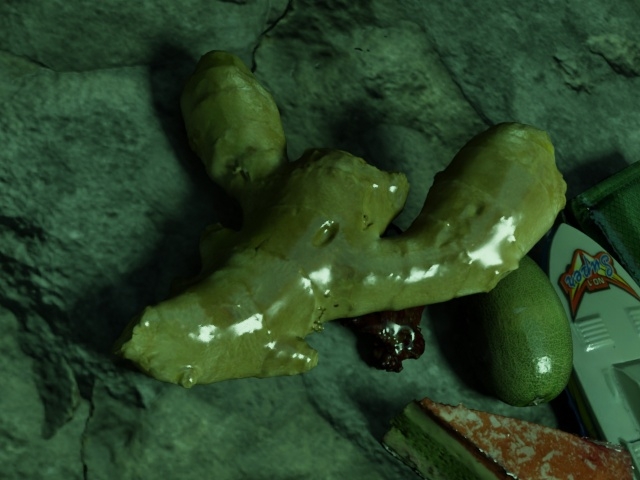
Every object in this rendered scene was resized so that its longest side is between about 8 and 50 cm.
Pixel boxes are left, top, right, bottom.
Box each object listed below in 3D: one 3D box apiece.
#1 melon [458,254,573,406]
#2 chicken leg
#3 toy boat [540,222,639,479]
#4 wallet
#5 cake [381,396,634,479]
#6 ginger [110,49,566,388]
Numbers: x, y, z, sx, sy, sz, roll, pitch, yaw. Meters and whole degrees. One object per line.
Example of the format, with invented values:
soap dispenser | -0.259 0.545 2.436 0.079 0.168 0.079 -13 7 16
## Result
melon | 0.177 0.077 1.649 0.099 0.099 0.162 2 57 -29
chicken leg | 0.052 0.025 1.646 0.089 0.048 0.219 9 56 -28
toy boat | 0.281 0.113 1.691 0.129 0.088 0.295 -9 66 -29
wallet | 0.353 0.035 1.810 0.160 0.055 0.236 -26 81 -42
cake | 0.165 0.221 1.555 0.220 0.086 0.116 15 51 -22
ginger | 0.012 0.012 1.566 0.363 0.122 0.348 19 61 0
